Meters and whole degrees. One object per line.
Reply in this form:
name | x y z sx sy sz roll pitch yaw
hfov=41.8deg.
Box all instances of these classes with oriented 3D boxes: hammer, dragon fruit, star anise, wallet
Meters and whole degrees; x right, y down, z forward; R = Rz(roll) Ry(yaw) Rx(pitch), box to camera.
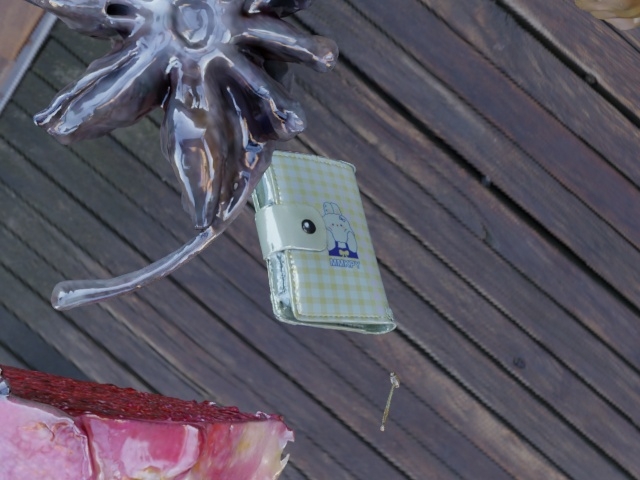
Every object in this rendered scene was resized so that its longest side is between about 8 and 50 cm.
hammer | 0.104 0.245 1.269 0.014 0.123 0.029 -15 114 23
dragon fruit | -0.156 0.125 0.428 0.274 0.161 0.126 12 78 -2
star anise | -0.116 -0.153 0.662 0.359 0.139 0.316 -28 93 -1
wallet | 0.000 0.000 1.376 0.077 0.223 0.309 -41 51 41

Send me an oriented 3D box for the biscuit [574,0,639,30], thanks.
biscuit | 0.327 -0.331 0.537 0.104 0.429 0.446 47 120 18
